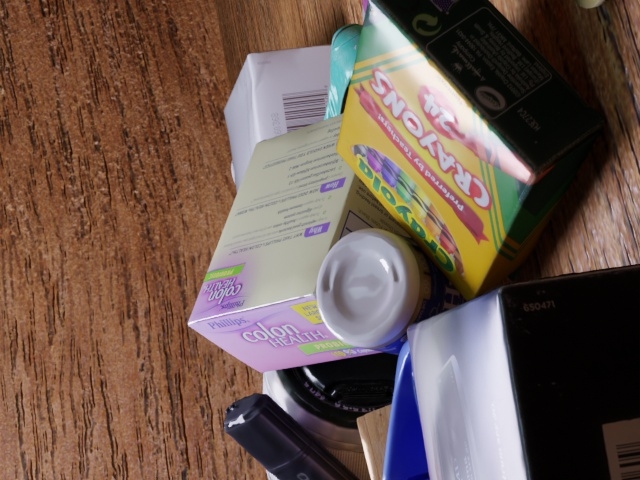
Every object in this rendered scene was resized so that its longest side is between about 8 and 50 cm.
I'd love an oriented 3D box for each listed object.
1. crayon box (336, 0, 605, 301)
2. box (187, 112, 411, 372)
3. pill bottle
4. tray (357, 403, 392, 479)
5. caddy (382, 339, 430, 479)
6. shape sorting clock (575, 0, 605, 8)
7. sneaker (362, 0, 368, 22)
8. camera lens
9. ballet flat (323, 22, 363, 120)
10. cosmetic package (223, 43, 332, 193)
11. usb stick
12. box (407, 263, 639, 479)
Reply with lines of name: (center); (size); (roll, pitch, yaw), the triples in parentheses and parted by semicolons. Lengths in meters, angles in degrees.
crayon box: (0.114, -0.076, 1.299); (0.202, 0.081, 0.318); (49, 161, 16)
box: (0.000, 0.000, 1.604); (0.213, 0.117, 0.243); (-15, 47, 47)
pill bottle: (0.092, 0.057, 1.445); (0.186, 0.112, 0.112); (15, -121, -53)
tray: (0.142, 0.383, 1.507); (0.203, 0.076, 0.411); (50, -159, -54)
caddy: (0.143, 0.246, 1.317); (0.241, 0.179, 0.341); (104, 156, -64)
shape sorting clock: (0.184, -0.270, 1.076); (0.206, 0.040, 0.206); (169, 90, -82)
sneaker: (0.097, -0.209, 1.511); (0.111, 0.103, 0.252); (93, 172, -73)
camera lens: (0.041, 0.201, 1.763); (0.274, 0.219, 0.219); (94, 165, -50)
ballet flat: (0.049, -0.156, 1.881); (0.087, 0.083, 0.247); (57, 159, 37)
cosmetic package: (-0.041, -0.139, 2.206); (0.385, 0.156, 0.217); (147, 115, -81)
usb stick: (0.008, 0.268, 1.641); (0.077, 0.278, 0.045); (-32, 21, 42)
box: (0.185, 0.178, 1.007); (0.294, 0.182, 0.296); (130, 132, -79)
